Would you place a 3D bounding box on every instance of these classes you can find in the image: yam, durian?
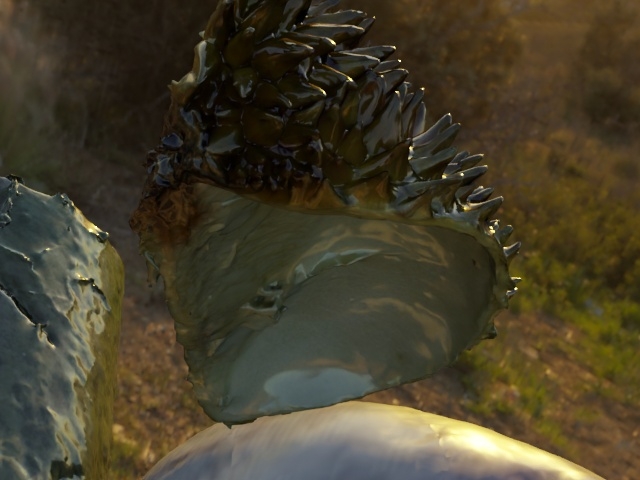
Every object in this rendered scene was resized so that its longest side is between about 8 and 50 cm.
[{"bbox_3d":[-0.224,0.105,0.691,0.195,0.195,0.300,12,43,-15],"label":"yam"},{"bbox_3d":[0.000,0.000,0.439,0.139,0.252,0.144,-41,73,-17],"label":"durian"}]

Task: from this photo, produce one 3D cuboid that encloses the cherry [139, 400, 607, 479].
[{"bbox_3d":[0.022,0.228,0.622,0.326,0.335,0.291,35,45,21],"label":"cherry"}]
